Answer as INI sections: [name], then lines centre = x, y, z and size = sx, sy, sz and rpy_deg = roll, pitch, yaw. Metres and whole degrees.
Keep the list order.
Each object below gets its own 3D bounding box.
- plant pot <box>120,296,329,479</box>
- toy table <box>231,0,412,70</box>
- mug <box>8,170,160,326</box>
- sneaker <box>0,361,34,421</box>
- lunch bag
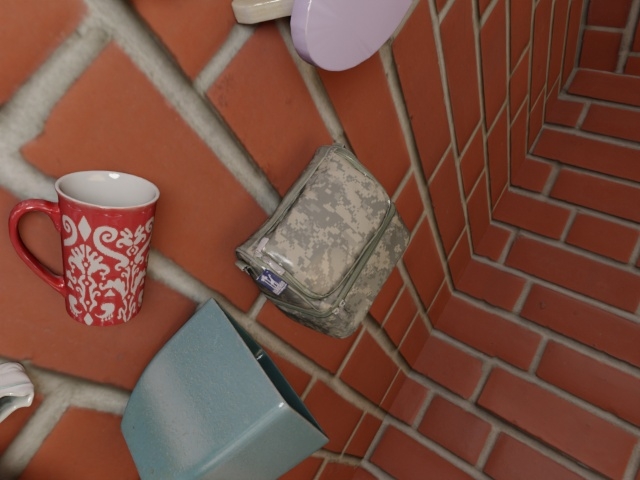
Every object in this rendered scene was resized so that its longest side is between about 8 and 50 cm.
[plant pot]
centre = -0.177, 0.305, 0.797
size = 0.252, 0.247, 0.248
rpy_deg = -40, 143, -10
[toy table]
centre = 0.011, -0.371, 0.671
size = 0.274, 0.160, 0.252
rpy_deg = -39, 144, -33
[mug]
centre = -0.283, 0.008, 0.582
size = 0.113, 0.150, 0.169
rpy_deg = -86, -171, -65
[sneaker]
centre = -0.409, 0.197, 0.533
size = 0.152, 0.061, 0.054
rpy_deg = -30, 136, -43
[lunch bag]
centre = 0.000, 0.000, 0.896
size = 0.305, 0.212, 0.256
rpy_deg = -54, 131, -20
